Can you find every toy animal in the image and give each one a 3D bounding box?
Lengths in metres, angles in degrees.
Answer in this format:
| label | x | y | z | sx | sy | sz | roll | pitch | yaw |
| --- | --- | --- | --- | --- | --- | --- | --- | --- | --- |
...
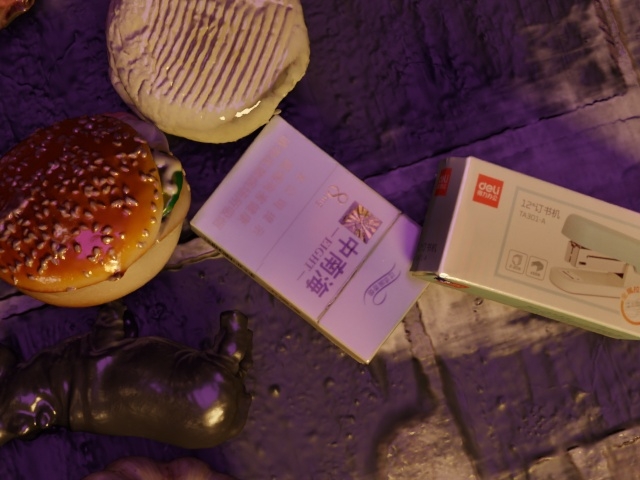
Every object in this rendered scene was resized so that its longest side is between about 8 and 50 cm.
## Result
| label | x | y | z | sx | sy | sz | roll | pitch | yaw |
| --- | --- | --- | --- | --- | --- | --- | --- | --- | --- |
| toy animal | -0.235 | 0.145 | 1.843 | 0.343 | 0.106 | 0.168 | -6 | 69 | 7 |

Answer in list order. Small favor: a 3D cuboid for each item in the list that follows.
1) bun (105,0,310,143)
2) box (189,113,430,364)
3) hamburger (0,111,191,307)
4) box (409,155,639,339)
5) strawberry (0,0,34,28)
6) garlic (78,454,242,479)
| label | x | y | z | sx | sy | sz | roll | pitch | yaw |
| --- | --- | --- | --- | --- | --- | --- | --- | --- | --- |
| bun | -0.119 | -0.204 | 1.873 | 0.220 | 0.134 | 0.220 | 0 | 85 | 4 |
| box | 0.000 | 0.000 | 1.888 | 0.243 | 0.067 | 0.155 | 37 | 84 | 1 |
| hamburger | -0.247 | -0.032 | 1.818 | 0.236 | 0.147 | 0.237 | -4 | 44 | 4 |
| box | 0.235 | 0.012 | 1.855 | 0.269 | 0.079 | 0.135 | 18 | 83 | -18 |
| strawberry | -0.436 | -0.360 | 1.869 | 0.265 | 0.149 | 0.336 | -27 | 85 | -3 |
| garlic | -0.169 | 0.334 | 1.800 | 0.245 | 0.160 | 0.245 | 14 | 49 | -17 |
